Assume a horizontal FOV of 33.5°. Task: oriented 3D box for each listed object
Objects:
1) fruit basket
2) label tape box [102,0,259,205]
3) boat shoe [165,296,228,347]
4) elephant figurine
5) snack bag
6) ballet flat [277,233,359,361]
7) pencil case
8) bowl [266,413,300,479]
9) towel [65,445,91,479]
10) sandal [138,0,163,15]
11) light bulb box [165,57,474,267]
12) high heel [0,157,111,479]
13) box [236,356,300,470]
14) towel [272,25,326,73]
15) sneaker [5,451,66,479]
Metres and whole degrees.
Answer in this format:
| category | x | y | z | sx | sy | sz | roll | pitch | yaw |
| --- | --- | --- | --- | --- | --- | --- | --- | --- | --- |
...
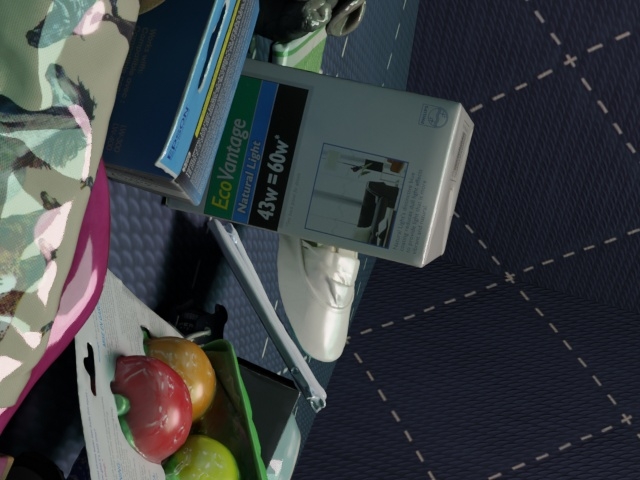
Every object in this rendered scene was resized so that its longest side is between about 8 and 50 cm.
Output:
| category | x | y | z | sx | sy | sz | roll | pitch | yaw |
| --- | --- | --- | --- | --- | --- | --- | --- | --- | --- |
| fruit basket | -0.185 | 0.201 | 1.164 | 0.353 | 0.165 | 0.327 | 47 | 20 | -51 |
| label tape box | -0.149 | -0.180 | 1.077 | 0.348 | 0.115 | 0.249 | 102 | 5 | -86 |
| boat shoe | -0.208 | 0.180 | 1.484 | 0.340 | 0.127 | 0.158 | -72 | 172 | -80 |
| elephant figurine | 0.016 | -0.378 | 1.567 | 0.239 | 0.186 | 0.169 | -25 | 116 | -41 |
| snack bag | -0.076 | 0.114 | 1.618 | 0.037 | 0.323 | 0.342 | -29 | 172 | -5 |
| ballet flat | 0.000 | 0.000 | 1.781 | 0.139 | 0.139 | 0.400 | 88 | -5 | -60 |
| pencil case | -0.242 | -0.073 | 0.740 | 0.183 | 0.159 | 0.411 | 19 | 86 | -55 |
| bowl | -0.140 | 0.365 | 1.742 | 0.311 | 0.163 | 0.312 | -156 | -90 | -84 |
| towel | -0.263 | 0.377 | 0.992 | 0.336 | 0.040 | 0.243 | -73 | 164 | -72 |
| sandal | -0.158 | -0.230 | 0.924 | 0.303 | 0.086 | 0.120 | -54 | -177 | 43 |
| light bulb box | 0.016 | -0.114 | 1.547 | 0.358 | 0.361 | 0.225 | -9 | 112 | -80 |
| high heel | -0.279 | 0.062 | 0.867 | 0.181 | 0.127 | 0.377 | 45 | 57 | -73 |
| box | -0.127 | 0.303 | 1.479 | 0.184 | 0.103 | 0.261 | 161 | -46 | -83 |
| towel | -0.059 | -0.232 | 1.915 | 0.248 | 0.038 | 0.325 | -57 | 161 | -58 |
| sneaker | -0.330 | 0.351 | 1.087 | 0.108 | 0.100 | 0.272 | 48 | 58 | -73 |
